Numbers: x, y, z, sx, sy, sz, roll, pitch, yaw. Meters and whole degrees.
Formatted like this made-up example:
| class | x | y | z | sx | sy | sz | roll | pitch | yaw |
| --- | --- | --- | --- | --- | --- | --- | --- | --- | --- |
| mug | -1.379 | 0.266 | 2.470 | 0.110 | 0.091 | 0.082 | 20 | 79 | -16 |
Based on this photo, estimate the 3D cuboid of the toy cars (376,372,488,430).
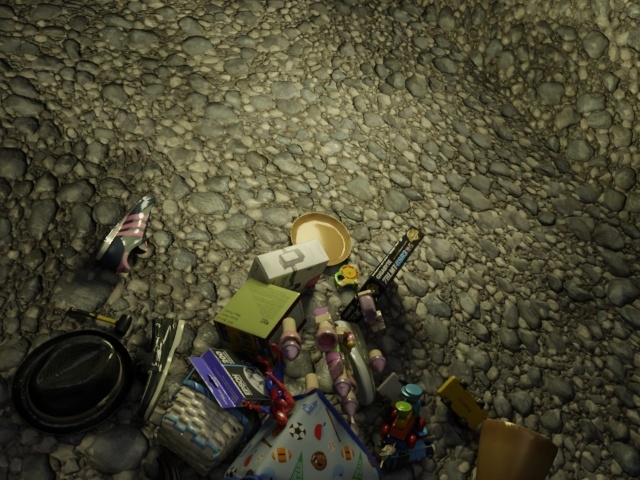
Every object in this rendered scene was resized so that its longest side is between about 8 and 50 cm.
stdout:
| class | x | y | z | sx | sy | sz | roll | pitch | yaw |
| --- | --- | --- | --- | --- | --- | --- | --- | --- | --- |
| toy cars | 0.358 | 0.519 | 2.063 | 0.394 | 0.087 | 0.176 | 6 | 91 | -14 |

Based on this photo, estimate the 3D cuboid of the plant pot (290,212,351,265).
| class | x | y | z | sx | sy | sz | roll | pitch | yaw |
| --- | --- | --- | --- | --- | --- | --- | --- | --- | --- |
| plant pot | 0.000 | 0.000 | 2.341 | 0.237 | 0.032 | 0.236 | 9 | 53 | -13 |

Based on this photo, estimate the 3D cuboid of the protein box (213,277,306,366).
| class | x | y | z | sx | sy | sz | roll | pitch | yaw |
| --- | --- | --- | --- | --- | --- | --- | --- | --- | --- |
| protein box | -0.186 | 0.253 | 1.980 | 0.200 | 0.135 | 0.201 | 14 | 46 | 28 |

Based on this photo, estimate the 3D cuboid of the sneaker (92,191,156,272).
| class | x | y | z | sx | sy | sz | roll | pitch | yaw |
| --- | --- | --- | --- | --- | --- | --- | --- | --- | --- |
| sneaker | -0.618 | -0.023 | 2.103 | 0.131 | 0.112 | 0.318 | 38 | 53 | -13 |

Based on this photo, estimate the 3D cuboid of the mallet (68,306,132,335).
| class | x | y | z | sx | sy | sz | roll | pitch | yaw |
| --- | --- | --- | --- | --- | --- | --- | --- | --- | --- |
| mallet | -0.671 | 0.230 | 1.935 | 0.190 | 0.039 | 0.062 | 23 | 51 | 2 |

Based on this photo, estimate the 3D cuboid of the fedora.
| class | x | y | z | sx | sy | sz | roll | pitch | yaw |
| --- | --- | --- | --- | --- | --- | --- | --- | --- | --- |
| fedora | -0.685 | 0.366 | 1.756 | 0.334 | 0.152 | 0.333 | 10 | 53 | -13 |

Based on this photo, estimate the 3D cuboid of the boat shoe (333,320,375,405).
| class | x | y | z | sx | sy | sz | roll | pitch | yaw |
| --- | --- | --- | --- | --- | --- | --- | --- | --- | --- |
| boat shoe | 0.125 | 0.390 | 2.064 | 0.094 | 0.109 | 0.302 | -3 | 56 | -28 |

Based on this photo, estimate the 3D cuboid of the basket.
| class | x | y | z | sx | sy | sz | roll | pitch | yaw |
| --- | --- | --- | --- | --- | --- | --- | --- | --- | --- |
| basket | -0.308 | 0.483 | 1.778 | 0.255 | 0.201 | 0.289 | 34 | 48 | 10 |

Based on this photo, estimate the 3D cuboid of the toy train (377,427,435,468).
| class | x | y | z | sx | sy | sz | roll | pitch | yaw |
| --- | --- | --- | --- | --- | --- | --- | --- | --- | --- |
| toy train | 0.270 | 0.636 | 1.944 | 0.184 | 0.080 | 0.105 | -3 | 39 | -18 |

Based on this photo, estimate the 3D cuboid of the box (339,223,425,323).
| class | x | y | z | sx | sy | sz | roll | pitch | yaw |
| --- | --- | --- | --- | --- | --- | --- | --- | --- | --- |
| box | 0.213 | 0.122 | 2.164 | 0.073 | 0.295 | 0.293 | 37 | 53 | 5 |

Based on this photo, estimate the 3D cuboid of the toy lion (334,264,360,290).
| class | x | y | z | sx | sy | sz | roll | pitch | yaw |
| --- | --- | --- | --- | --- | --- | --- | --- | --- | --- |
| toy lion | 0.095 | 0.130 | 2.286 | 0.100 | 0.034 | 0.096 | -6 | 52 | -23 |

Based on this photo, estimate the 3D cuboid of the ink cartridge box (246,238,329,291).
| class | x | y | z | sx | sy | sz | roll | pitch | yaw |
| --- | --- | --- | --- | --- | --- | --- | --- | --- | --- |
| ink cartridge box | -0.113 | 0.103 | 2.136 | 0.237 | 0.172 | 0.100 | -16 | 63 | -29 |

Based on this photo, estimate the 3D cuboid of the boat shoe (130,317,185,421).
| class | x | y | z | sx | sy | sz | roll | pitch | yaw |
| --- | --- | --- | --- | --- | --- | --- | --- | --- | --- |
| boat shoe | -0.494 | 0.361 | 1.843 | 0.113 | 0.127 | 0.339 | 19 | 49 | -9 |

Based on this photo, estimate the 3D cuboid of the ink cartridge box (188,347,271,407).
| class | x | y | z | sx | sy | sz | roll | pitch | yaw |
| --- | --- | --- | --- | --- | --- | --- | --- | --- | --- |
| ink cartridge box | -0.243 | 0.390 | 1.792 | 0.208 | 0.045 | 0.206 | 16 | 22 | -50 |

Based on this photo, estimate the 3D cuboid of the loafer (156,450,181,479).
| class | x | y | z | sx | sy | sz | roll | pitch | yaw |
| --- | --- | --- | --- | --- | --- | --- | --- | --- | --- |
| loafer | -0.408 | 0.673 | 1.683 | 0.079 | 0.080 | 0.219 | -10 | 61 | -24 |

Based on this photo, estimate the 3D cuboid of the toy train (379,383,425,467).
| class | x | y | z | sx | sy | sz | roll | pitch | yaw |
| --- | --- | --- | --- | --- | --- | --- | --- | --- | --- |
| toy train | 0.235 | 0.540 | 1.857 | 0.105 | 0.143 | 0.248 | 15 | 26 | 22 |

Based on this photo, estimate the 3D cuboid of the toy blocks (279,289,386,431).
| class | x | y | z | sx | sy | sz | roll | pitch | yaw |
| --- | --- | --- | --- | --- | --- | --- | --- | --- | --- |
| toy blocks | 0.062 | 0.352 | 1.815 | 0.309 | 0.288 | 0.260 | -19 | 24 | 3 |

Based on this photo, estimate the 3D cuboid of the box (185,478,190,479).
| class | x | y | z | sx | sy | sz | roll | pitch | yaw |
| --- | --- | --- | --- | --- | --- | --- | --- | --- | --- |
| box | -0.411 | 0.715 | 1.619 | 0.207 | 0.036 | 0.114 | -27 | 74 | -6 |

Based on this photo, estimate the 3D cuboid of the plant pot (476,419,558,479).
| class | x | y | z | sx | sy | sz | roll | pitch | yaw |
| --- | --- | --- | --- | --- | --- | --- | --- | --- | --- |
| plant pot | 0.575 | 0.719 | 1.939 | 0.237 | 0.237 | 0.254 | 27 | 67 | 0 |

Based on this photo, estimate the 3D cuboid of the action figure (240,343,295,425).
| class | x | y | z | sx | sy | sz | roll | pitch | yaw |
| --- | --- | --- | --- | --- | --- | --- | --- | --- | --- |
| action figure | -0.149 | 0.388 | 1.735 | 0.139 | 0.091 | 0.280 | 36 | 16 | -31 |

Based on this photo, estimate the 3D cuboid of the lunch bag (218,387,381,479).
| class | x | y | z | sx | sy | sz | roll | pitch | yaw |
| --- | --- | --- | --- | --- | --- | --- | --- | --- | --- |
| lunch bag | -0.030 | 0.664 | 1.723 | 0.385 | 0.239 | 0.328 | 50 | 50 | -10 |
